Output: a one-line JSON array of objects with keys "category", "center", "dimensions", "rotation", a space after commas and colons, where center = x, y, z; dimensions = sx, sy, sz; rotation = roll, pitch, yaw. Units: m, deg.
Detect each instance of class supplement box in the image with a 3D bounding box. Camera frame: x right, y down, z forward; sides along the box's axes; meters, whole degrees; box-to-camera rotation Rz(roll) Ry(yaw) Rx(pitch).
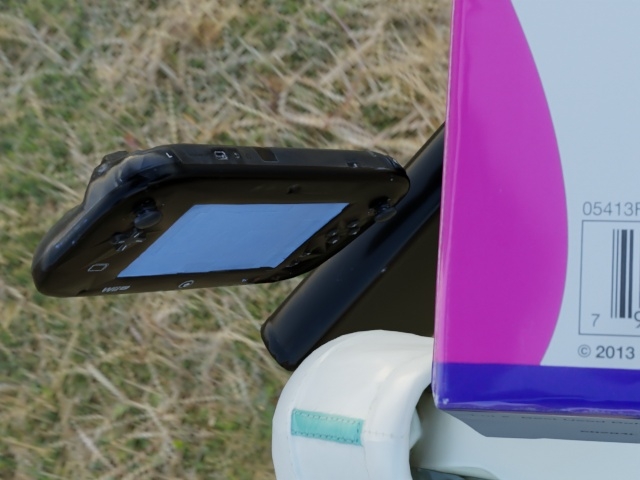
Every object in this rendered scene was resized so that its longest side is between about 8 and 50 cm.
[{"category": "supplement box", "center": [0.099, -0.053, 0.422], "dimensions": [0.111, 0.114, 0.220], "rotation": [2, 79, 13]}]

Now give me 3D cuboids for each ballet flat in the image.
[{"category": "ballet flat", "center": [0.178, 0.114, 0.634], "dimensions": [0.400, 0.139, 0.139], "rotation": [10, 74, -17]}]

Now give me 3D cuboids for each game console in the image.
[{"category": "game console", "center": [0.000, 0.000, 0.758], "dimensions": [0.213, 0.361, 0.044], "rotation": [-49, 61, 30]}]
